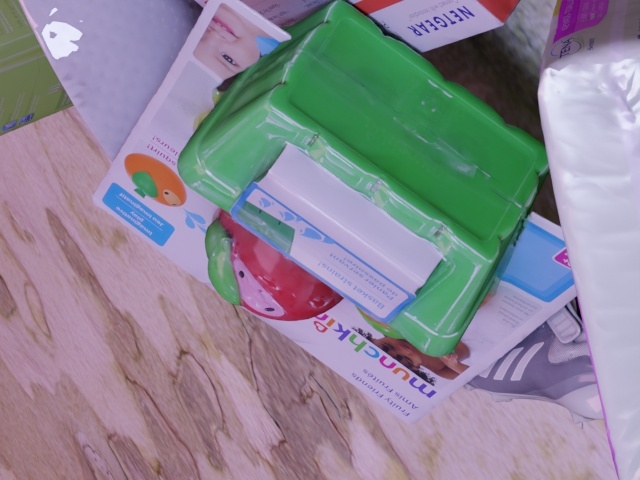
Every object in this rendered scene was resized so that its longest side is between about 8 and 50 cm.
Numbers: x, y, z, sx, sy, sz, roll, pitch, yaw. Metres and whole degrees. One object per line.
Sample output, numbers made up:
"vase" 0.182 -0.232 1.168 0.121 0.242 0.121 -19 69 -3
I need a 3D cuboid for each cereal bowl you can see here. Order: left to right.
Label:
"cereal bowl" -0.154 -0.216 1.533 0.339 0.141 0.339 -25 -90 -84

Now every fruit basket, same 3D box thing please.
"fruit basket" 0.000 0.000 1.343 0.327 0.165 0.353 36 143 -5

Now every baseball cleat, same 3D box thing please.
"baseball cleat" 0.173 0.077 1.394 0.206 0.072 0.109 11 107 54

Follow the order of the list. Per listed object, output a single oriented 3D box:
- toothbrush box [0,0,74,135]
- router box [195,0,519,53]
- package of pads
"toothbrush box" -0.368 -0.185 1.843 0.122 0.283 0.206 56 152 13
"router box" -0.040 -0.245 1.254 0.301 0.082 0.335 40 163 -17
"package of pads" 0.204 -0.011 1.090 0.101 0.229 0.296 -9 112 15
